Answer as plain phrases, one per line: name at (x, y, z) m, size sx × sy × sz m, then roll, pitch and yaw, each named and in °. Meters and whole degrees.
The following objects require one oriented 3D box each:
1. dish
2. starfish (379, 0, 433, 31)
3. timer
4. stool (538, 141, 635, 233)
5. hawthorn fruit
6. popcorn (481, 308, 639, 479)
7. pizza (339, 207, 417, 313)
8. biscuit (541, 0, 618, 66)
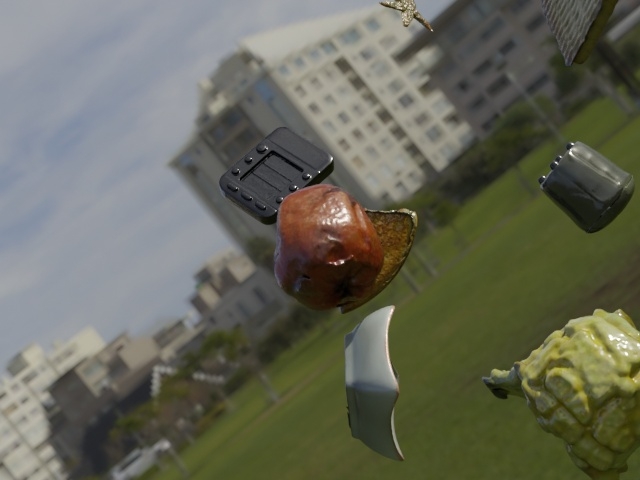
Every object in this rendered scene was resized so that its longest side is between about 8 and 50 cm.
dish at (0.075, 0.206, 1.989) m, size 0.077 × 0.151 × 0.212 m, roll -4°, pitch -37°, yaw 3°
starfish at (0.122, -0.321, 1.937) m, size 0.016 × 0.086 × 0.092 m, roll -47°, pitch 16°, yaw 35°
timer at (-0.081, -0.116, 2.569) m, size 0.187 × 0.144 × 0.055 m, roll -43°, pitch -31°, yaw -24°
stool at (0.346, -0.071, 1.824) m, size 0.096 × 0.110 × 0.096 m, roll -51°, pitch -4°, yaw -5°
hawthorn fruit at (0.004, 0.010, 1.984) m, size 0.173 × 0.179 × 0.173 m, roll -23°, pitch -4°, yaw -2°
popcorn at (0.447, 0.240, 2.219) m, size 0.237 × 0.293 × 0.293 m, roll -44°, pitch -1°, yaw -4°
pizza at (0.039, 0.011, 2.089) m, size 0.036 × 0.176 × 0.184 m, roll -138°, pitch 73°, yaw -88°
biscuit at (0.327, -0.341, 1.614) m, size 0.172 × 0.029 × 0.254 m, roll -99°, pitch 25°, yaw -46°
